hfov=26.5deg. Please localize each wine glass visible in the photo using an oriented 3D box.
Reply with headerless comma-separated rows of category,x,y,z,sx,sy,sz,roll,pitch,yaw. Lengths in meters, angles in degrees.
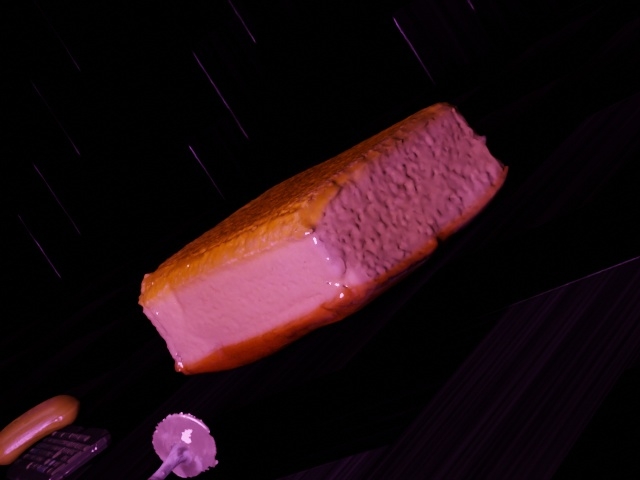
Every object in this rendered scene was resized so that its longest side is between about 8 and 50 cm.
wine glass,-0.149,0.213,1.098,0.066,0.066,0.198,-29,8,27

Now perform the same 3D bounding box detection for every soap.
soap,-0.388,0.254,1.837,0.140,0.045,0.089,-33,11,-3

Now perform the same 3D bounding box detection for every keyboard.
keyboard,-0.319,0.259,1.639,0.106,0.016,0.262,-36,8,-21

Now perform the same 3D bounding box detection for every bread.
bread,0.000,0.000,1.520,0.333,0.143,0.323,-24,11,48
